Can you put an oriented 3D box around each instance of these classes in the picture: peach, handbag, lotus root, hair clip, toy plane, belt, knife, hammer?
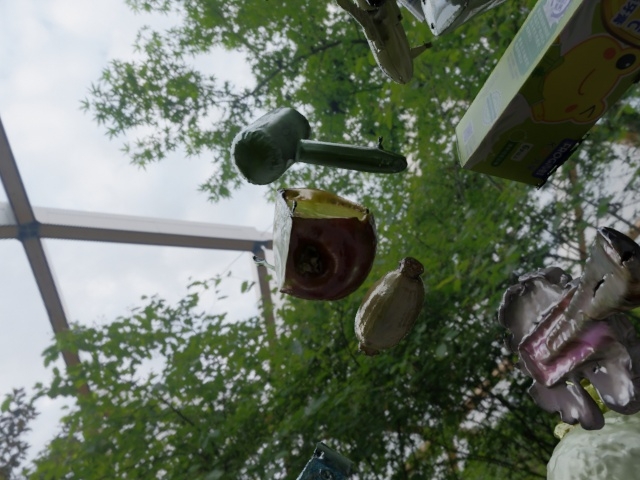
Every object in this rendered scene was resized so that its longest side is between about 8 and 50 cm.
[{"bbox_3d":[-0.001,0.007,0.799,0.158,0.267,0.154,9,-78,-14],"label":"peach"},{"bbox_3d":[0.356,-0.476,0.916,0.315,0.110,0.241,-17,6,-7],"label":"handbag"},{"bbox_3d":[0.080,0.087,0.600,0.073,0.062,0.151,-14,-44,-45],"label":"lotus root"},{"bbox_3d":[0.255,0.076,0.488,0.069,0.173,0.300,-20,-31,-6],"label":"hair clip"},{"bbox_3d":[0.105,-0.401,0.904,0.104,0.256,0.242,-27,19,37],"label":"toy plane"},{"bbox_3d":[-0.022,0.399,0.724,0.147,0.082,0.163,-40,-26,-63],"label":"belt"},{"bbox_3d":[-0.151,0.072,1.447,0.022,0.184,0.026,20,-91,-39],"label":"knife"},{"bbox_3d":[0.006,-0.177,1.003,0.206,0.335,0.119,-60,-25,-53],"label":"hammer"}]

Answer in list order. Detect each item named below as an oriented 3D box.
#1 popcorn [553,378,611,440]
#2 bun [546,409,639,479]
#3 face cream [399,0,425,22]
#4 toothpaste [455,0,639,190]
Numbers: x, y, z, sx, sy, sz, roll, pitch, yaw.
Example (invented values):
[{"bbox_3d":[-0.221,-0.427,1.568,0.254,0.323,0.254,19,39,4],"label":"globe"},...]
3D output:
[{"bbox_3d":[0.528,0.325,0.908,0.197,0.197,0.156,-22,-62,-38],"label":"popcorn"},{"bbox_3d":[0.434,0.406,0.675,0.227,0.352,0.349,-30,16,45],"label":"bun"},{"bbox_3d":[0.169,-0.615,1.163,0.077,0.250,0.077,-47,4,4],"label":"face cream"},{"bbox_3d":[0.262,-0.189,0.522,0.110,0.077,0.328,12,-36,-10],"label":"toothpaste"}]
